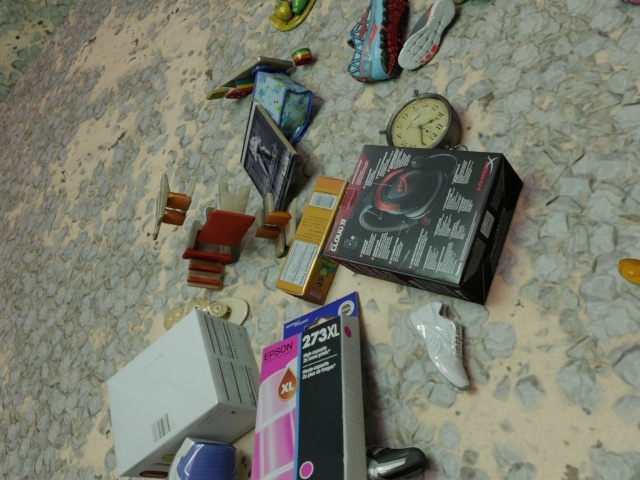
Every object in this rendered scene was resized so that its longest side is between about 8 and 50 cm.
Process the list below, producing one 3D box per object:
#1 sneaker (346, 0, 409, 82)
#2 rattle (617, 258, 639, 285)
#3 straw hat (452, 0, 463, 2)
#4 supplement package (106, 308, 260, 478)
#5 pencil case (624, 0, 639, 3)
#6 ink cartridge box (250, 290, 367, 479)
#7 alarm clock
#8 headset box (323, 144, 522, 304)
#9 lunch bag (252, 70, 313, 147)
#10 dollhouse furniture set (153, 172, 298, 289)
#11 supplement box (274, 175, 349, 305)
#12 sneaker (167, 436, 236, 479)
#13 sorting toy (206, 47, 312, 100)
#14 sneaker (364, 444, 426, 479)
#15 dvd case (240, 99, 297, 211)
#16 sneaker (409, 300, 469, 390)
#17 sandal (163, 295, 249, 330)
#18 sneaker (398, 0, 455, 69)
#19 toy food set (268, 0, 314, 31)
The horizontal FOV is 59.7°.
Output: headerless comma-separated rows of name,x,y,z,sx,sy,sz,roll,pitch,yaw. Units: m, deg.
sneaker,0.106,-0.455,1.176,0.125,0.104,0.262,-7,65,38
rattle,0.438,0.006,0.643,0.130,0.199,0.142,-11,44,10
straw hat,0.267,-0.507,1.101,0.061,0.144,0.144,117,153,-58
supplement package,-0.258,0.300,1.069,0.262,0.145,0.204,-39,50,17
pencil case,0.546,-0.395,0.821,0.098,0.095,0.209,-46,49,-10
ink cartridge box,-0.018,0.245,0.906,0.176,0.069,0.371,-28,37,26
alarm clock,0.198,-0.188,1.004,0.129,0.064,0.192,-48,46,9
headset box,0.153,-0.038,0.936,0.293,0.110,0.218,11,76,40
lunch bag,-0.092,-0.287,1.257,0.129,0.096,0.151,43,127,42
dollhouse furniture set,-0.204,-0.004,1.122,0.259,0.262,0.135,136,139,-59
supplement box,0.000,0.000,1.060,0.080,0.078,0.233,16,81,38
sneaker,-0.187,0.504,0.916,0.182,0.127,0.315,9,82,53
sorting toy,-0.152,-0.377,1.329,0.274,0.132,0.046,-20,88,34
sneaker,0.048,0.321,0.868,0.229,0.086,0.132,-29,52,25
dvd case,-0.118,-0.180,1.217,0.221,0.018,0.164,56,141,39
sneaker,0.192,0.156,0.855,0.061,0.054,0.152,-36,51,15
sandal,-0.268,0.160,1.188,0.240,0.079,0.088,-11,63,34
sneaker,0.208,-0.411,1.120,0.158,0.061,0.065,-52,21,4
toy food set,-0.067,-0.645,1.419,0.128,0.071,0.218,23,84,42
